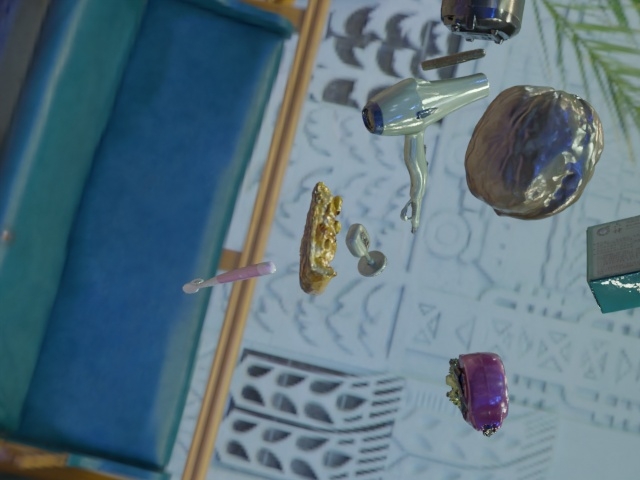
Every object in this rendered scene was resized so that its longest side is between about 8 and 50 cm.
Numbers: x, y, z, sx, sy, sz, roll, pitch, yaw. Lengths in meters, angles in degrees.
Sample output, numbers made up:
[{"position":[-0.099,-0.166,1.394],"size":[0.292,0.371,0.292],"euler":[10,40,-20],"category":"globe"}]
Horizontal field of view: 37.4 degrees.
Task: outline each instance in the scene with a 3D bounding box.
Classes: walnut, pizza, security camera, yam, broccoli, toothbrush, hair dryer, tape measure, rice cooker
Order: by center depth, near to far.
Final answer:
[{"position":[0.000,0.000,1.089],"size":[0.178,0.041,0.131],"euler":[126,-28,-82],"category":"pizza"},{"position":[0.152,-0.122,1.184],"size":[0.067,0.167,0.199],"euler":[45,-18,57],"category":"hair dryer"},{"position":[0.219,-0.322,1.267],"size":[0.165,0.112,0.106],"euler":[-16,114,-68],"category":"rice cooker"},{"position":[0.245,0.233,1.445],"size":[0.118,0.074,0.125],"euler":[-103,-174,-85],"category":"tape measure"},{"position":[-0.142,0.056,1.449],"size":[0.025,0.020,0.286],"euler":[-37,-168,-32],"category":"toothbrush"},{"position":[0.334,-0.133,1.482],"size":[0.224,0.224,0.224],"euler":[13,90,-84],"category":"walnut"},{"position":[0.073,0.014,1.605],"size":[0.092,0.058,0.058],"euler":[56,41,-45],"category":"security camera"},{"position":[0.233,-0.317,1.659],"size":[0.021,0.116,0.021],"euler":[-8,90,-69],"category":"yam"},{"position":[0.292,0.303,1.998],"size":[0.097,0.092,0.095],"euler":[37,73,-35],"category":"broccoli"}]

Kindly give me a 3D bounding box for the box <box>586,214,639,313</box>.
[{"position":[0.600,0.026,1.661],"size":[0.092,0.245,0.153],"euler":[56,33,-32],"category":"box"}]
